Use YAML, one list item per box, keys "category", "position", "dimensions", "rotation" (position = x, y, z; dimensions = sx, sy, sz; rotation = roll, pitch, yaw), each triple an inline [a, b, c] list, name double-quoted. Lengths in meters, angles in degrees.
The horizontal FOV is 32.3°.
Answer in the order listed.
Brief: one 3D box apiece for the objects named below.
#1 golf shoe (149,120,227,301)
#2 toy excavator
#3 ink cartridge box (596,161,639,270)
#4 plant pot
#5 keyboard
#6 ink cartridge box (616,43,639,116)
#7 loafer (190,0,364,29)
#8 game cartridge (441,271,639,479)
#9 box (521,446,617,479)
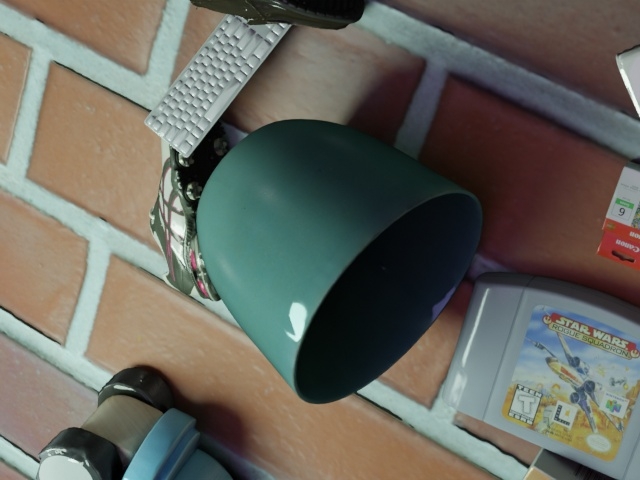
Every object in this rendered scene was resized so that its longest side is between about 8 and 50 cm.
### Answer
- category: "golf shoe"
  position: [-0.179, -0.053, 1.430]
  dimensions: [0.120, 0.105, 0.273]
  rotation: [2, 105, 35]
- category: "toy excavator"
  position: [-0.191, 0.465, 1.551]
  dimensions: [0.445, 0.222, 0.433]
  rotation: [26, 117, 8]
- category: "ink cartridge box"
  position: [0.347, -0.022, 1.215]
  dimensions: [0.062, 0.029, 0.115]
  rotation: [23, 114, 18]
- category: "plant pot"
  position: [0.000, 0.000, 1.260]
  dimensions: [0.235, 0.293, 0.293]
  rotation: [40, 120, 28]
- category: "keyboard"
  position: [-0.109, -0.221, 1.334]
  dimensions: [0.072, 0.014, 0.256]
  rotation: [40, 95, 13]
- category: "ink cartridge box"
  position: [0.442, -0.180, 1.015]
  dimensions: [0.283, 0.207, 0.117]
  rotation: [-21, 94, 31]
- category: "loafer"
  position: [-0.058, -0.290, 1.290]
  dimensions: [0.220, 0.078, 0.080]
  rotation: [13, 69, -4]
- category: "game cartridge"
  position: [0.300, 0.155, 1.282]
  dimensions: [0.297, 0.062, 0.198]
  rotation: [21, 118, 20]
- category: "box"
  position: [0.284, 0.347, 1.327]
  dimensions: [0.130, 0.091, 0.170]
  rotation: [30, 116, 15]
